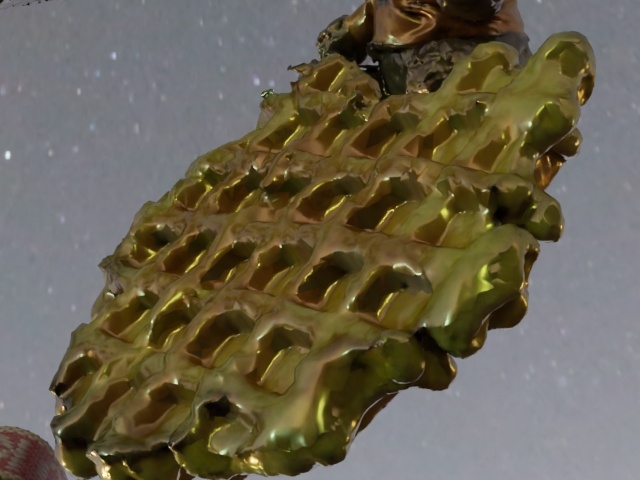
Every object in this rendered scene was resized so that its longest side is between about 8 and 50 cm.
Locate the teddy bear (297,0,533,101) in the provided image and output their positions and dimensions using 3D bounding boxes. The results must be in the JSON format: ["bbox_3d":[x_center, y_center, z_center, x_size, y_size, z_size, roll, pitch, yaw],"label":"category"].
[{"bbox_3d":[0.066,-0.155,0.904,0.140,0.177,0.190,-14,-87,-32],"label":"teddy bear"}]

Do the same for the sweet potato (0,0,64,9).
[{"bbox_3d":[-0.141,-0.165,0.764,0.068,0.226,0.068,8,-67,19],"label":"sweet potato"}]

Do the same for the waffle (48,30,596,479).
[{"bbox_3d":[-0.007,0.002,0.680,0.301,0.281,0.058,-17,-52,39],"label":"waffle"}]

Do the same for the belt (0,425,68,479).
[{"bbox_3d":[-0.155,0.213,0.884,0.071,0.053,0.232,-10,-56,18],"label":"belt"}]
